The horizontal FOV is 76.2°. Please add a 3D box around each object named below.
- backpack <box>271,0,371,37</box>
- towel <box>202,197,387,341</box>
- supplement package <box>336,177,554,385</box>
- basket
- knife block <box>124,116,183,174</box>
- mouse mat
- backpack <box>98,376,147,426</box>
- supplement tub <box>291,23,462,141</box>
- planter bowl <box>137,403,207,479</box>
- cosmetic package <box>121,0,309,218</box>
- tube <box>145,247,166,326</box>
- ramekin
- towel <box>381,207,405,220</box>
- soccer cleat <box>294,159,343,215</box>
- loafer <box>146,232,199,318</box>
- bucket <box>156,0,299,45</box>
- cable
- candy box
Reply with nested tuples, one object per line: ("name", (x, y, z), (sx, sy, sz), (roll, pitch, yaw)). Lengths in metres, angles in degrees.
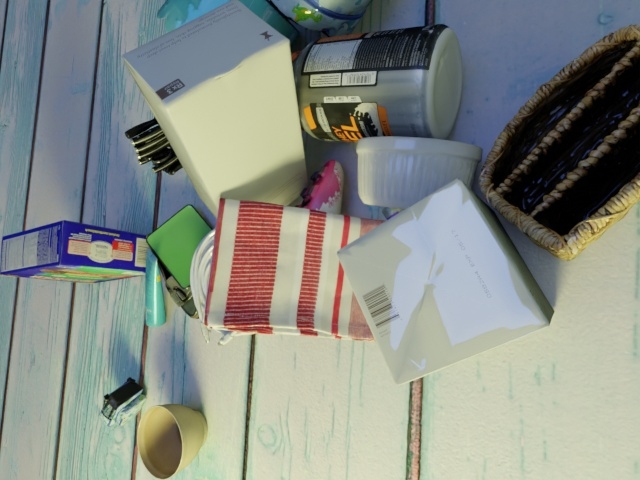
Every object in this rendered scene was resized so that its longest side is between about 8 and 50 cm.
("backpack", (-0.023, -0.583, 0.812), (0.273, 0.290, 0.355), (-20, 80, 46))
("towel", (-0.034, 0.057, 0.752), (0.037, 0.329, 0.236), (159, 118, -74))
("supplement package", (0.198, 0.066, 0.614), (0.198, 0.263, 0.199), (-32, 69, 24))
("basket", (0.365, -0.142, 0.561), (0.299, 0.223, 0.213), (-50, 63, 18))
("knife block", (-0.331, -0.288, 0.985), (0.088, 0.242, 0.275), (29, 100, 29))
("mouse mat", (-0.341, 0.012, 1.045), (0.153, 0.007, 0.189), (-41, 71, -8))
("backpack", (-0.542, 0.453, 1.115), (0.084, 0.105, 0.114), (41, 116, 7))
("supplement tub", (0.083, -0.281, 0.763), (0.316, 0.194, 0.193), (11, 91, 32))
("planter bowl", (-0.347, 0.472, 0.990), (0.162, 0.109, 0.161), (-4, 83, 30))
("cosmetic package", (-0.159, -0.193, 0.760), (0.217, 0.385, 0.156), (-35, 63, -17))
("tube", (-0.440, 0.128, 1.077), (0.080, 0.052, 0.206), (27, 120, 41))
("ramekin", (0.160, -0.108, 0.697), (0.207, 0.207, 0.108), (10, 99, 32))
("towel", (0.161, -0.042, 0.797), (0.060, 0.009, 0.083), (-36, 68, 24))
("soccer cleat", (0.000, 0.000, 0.846), (0.331, 0.143, 0.116), (-68, 14, -11))
("loafer", (-0.384, 0.090, 1.068), (0.096, 0.084, 0.267), (-41, 66, 21))
("bucket", (-0.193, -0.481, 0.913), (0.183, 0.281, 0.281), (-43, 65, 19))
("cable", (-0.180, 0.086, 0.933), (0.257, 0.089, 0.256), (-27, 76, 19))
("candy box", (-0.670, 0.044, 1.140), (0.318, 0.268, 0.122), (-8, 77, 31))
